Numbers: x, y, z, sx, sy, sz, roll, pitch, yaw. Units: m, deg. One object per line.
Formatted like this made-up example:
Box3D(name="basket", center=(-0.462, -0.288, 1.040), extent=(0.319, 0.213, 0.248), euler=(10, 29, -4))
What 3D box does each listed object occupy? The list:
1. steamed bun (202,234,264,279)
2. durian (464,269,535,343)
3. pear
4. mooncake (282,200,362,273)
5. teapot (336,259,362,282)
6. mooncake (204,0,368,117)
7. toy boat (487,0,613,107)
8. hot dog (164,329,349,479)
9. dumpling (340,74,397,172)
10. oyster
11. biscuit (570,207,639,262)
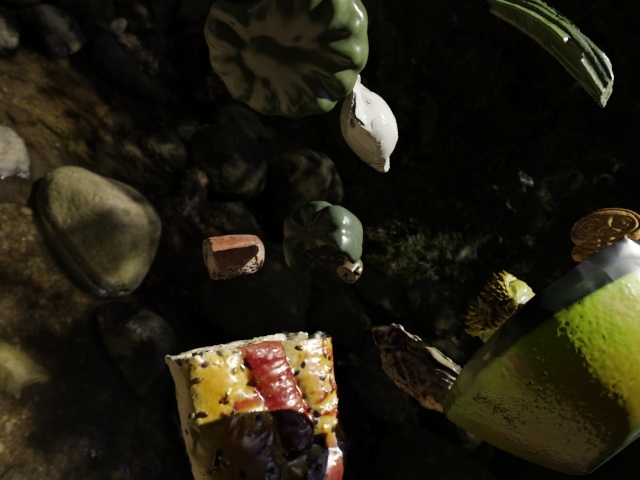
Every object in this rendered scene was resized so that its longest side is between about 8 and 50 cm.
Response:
Box3D(name="steamed bun", center=(-0.212, 0.040, 1.189), extent=(0.175, 0.145, 0.106), euler=(162, -77, -72))
Box3D(name="durian", center=(0.423, 0.169, 1.094), extent=(0.167, 0.172, 0.306), euler=(35, 7, 30))
Box3D(name="pear", center=(0.383, 0.194, 0.678), extent=(0.399, 0.399, 0.165), euler=(25, 22, -50))
Box3D(name="mooncake", center=(0.000, 0.000, 1.016), extent=(0.168, 0.175, 0.104), euler=(52, 14, 30))
Box3D(name="teapot", center=(0.081, 0.067, 1.407), extent=(0.110, 0.085, 0.080), euler=(55, 51, -18))
Box3D(name="mooncake", center=(-0.066, -0.432, 1.058), extent=(0.351, 0.351, 0.187), euler=(40, 30, -27))
Box3D(name="toy boat", center=(0.405, -0.352, 0.844), extent=(0.093, 0.055, 0.292), euler=(19, 33, -59))
Box3D(name="hot dog", center=(-0.099, 0.375, 0.948), extent=(0.368, 0.196, 0.364), euler=(-2, 82, -44))
Box3D(name="dumpling", center=(0.162, -0.401, 1.623), extent=(0.341, 0.181, 0.259), euler=(25, 48, -36))
Box3D(name="oyster", center=(0.227, 0.299, 1.028), extent=(0.275, 0.100, 0.271), euler=(45, -18, -9))
Box3D(name="biscuit", center=(0.863, -0.006, 1.475), extent=(0.288, 0.202, 0.044), euler=(-51, 122, -36))
